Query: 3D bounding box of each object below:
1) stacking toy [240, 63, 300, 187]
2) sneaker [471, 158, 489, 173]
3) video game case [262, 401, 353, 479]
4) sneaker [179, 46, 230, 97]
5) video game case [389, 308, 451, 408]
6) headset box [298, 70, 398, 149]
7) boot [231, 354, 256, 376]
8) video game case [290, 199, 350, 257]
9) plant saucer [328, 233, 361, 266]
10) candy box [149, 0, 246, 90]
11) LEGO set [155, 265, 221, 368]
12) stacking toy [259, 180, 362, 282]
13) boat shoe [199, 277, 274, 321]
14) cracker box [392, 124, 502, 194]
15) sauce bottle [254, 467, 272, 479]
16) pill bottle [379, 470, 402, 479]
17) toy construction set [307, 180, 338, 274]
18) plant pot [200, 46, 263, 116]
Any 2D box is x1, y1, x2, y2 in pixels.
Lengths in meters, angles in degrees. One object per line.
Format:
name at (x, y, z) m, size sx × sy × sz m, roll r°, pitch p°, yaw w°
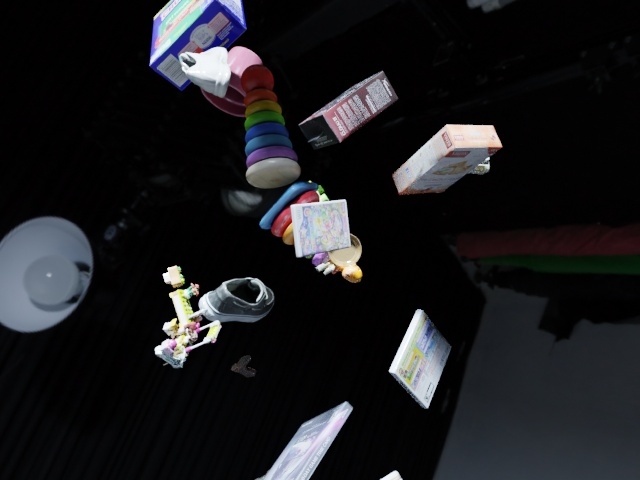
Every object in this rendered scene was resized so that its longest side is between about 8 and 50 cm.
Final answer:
stacking toy at (-0.145, -0.312, 1.261) m, size 0.141 × 0.330 × 0.141 m, roll -9°, pitch -14°, yaw -2°
sneaker at (0.502, -0.261, 1.664) m, size 0.169 × 0.292 × 0.108 m, roll 19°, pitch -36°, yaw 16°
video game case at (-0.057, 0.449, 0.938) m, size 0.026 × 0.274 × 0.196 m, roll 46°, pitch -45°, yaw 2°
sneaker at (-0.240, -0.356, 0.965) m, size 0.094 × 0.080 × 0.212 m, roll 11°, pitch 26°, yaw -23°
video game case at (0.293, 0.340, 1.373) m, size 0.023 × 0.212 × 0.193 m, roll -5°, pitch -46°, yaw 47°
headset box at (0.077, -0.419, 1.588) m, size 0.110 × 0.293 × 0.218 m, roll 56°, pitch -17°, yaw -16°
boot at (-0.298, 0.529, 1.991) m, size 0.106 × 0.037 × 0.114 m, roll -35°, pitch -48°, yaw 16°
video game case at (0.003, -0.022, 0.818) m, size 0.122 × 0.087 × 0.011 m, roll -10°, pitch 6°, yaw -42°
plant saucer at (0.059, 0.023, 1.170) m, size 0.084 × 0.083 × 0.015 m, roll 26°, pitch 1°, yaw -12°
candy box at (-0.357, -0.628, 1.378) m, size 0.268 × 0.317 × 0.122 m, roll -34°, pitch -47°, yaw 21°
LEGO set at (-0.315, 0.180, 1.168) m, size 0.107 × 0.286 × 0.132 m, roll -25°, pitch -48°, yaw 12°
stacking toy at (0.000, 0.000, 1.269) m, size 0.302 × 0.165 × 0.175 m, roll 47°, pitch 22°, yaw 9°
boat shoe at (-0.212, 0.173, 1.422) m, size 0.121 × 0.119 × 0.335 m, roll 58°, pitch 19°, yaw 12°
cracker box at (0.310, -0.197, 1.194) m, size 0.156 × 0.067 × 0.232 m, roll -7°, pitch -20°, yaw -29°
sauce bottle at (-0.091, 0.538, 1.095) m, size 0.042 × 0.128 × 0.042 m, roll 59°, pitch 5°, yaw -9°
pill bottle at (0.198, 0.701, 1.208) m, size 0.186 × 0.112 × 0.112 m, roll 58°, pitch -2°, yaw 27°
toy construction set at (0.010, -0.051, 1.630) m, size 0.151 × 0.327 × 0.215 m, roll -20°, pitch 8°, yaw 5°
plant pot at (-0.297, -0.572, 1.692) m, size 0.202 × 0.180 × 0.201 m, roll 19°, pitch -18°, yaw 7°
